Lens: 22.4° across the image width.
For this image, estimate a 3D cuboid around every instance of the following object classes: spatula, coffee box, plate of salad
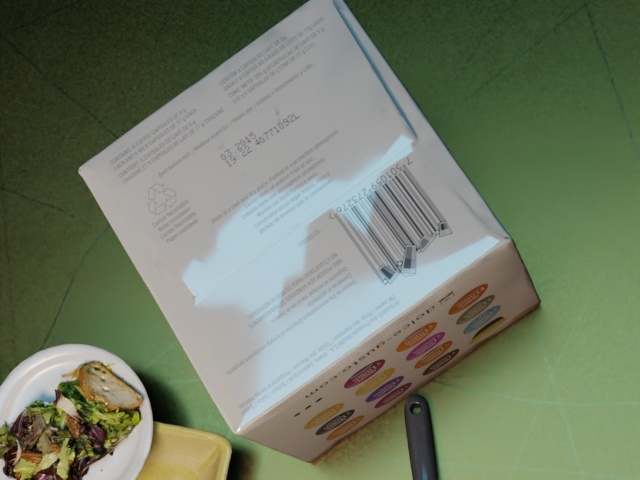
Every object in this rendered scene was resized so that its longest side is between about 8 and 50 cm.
[{"bbox_3d":[0.126,0.320,1.837,0.084,0.030,0.296,-8,76,8],"label":"spatula"},{"bbox_3d":[0.000,0.000,1.773,0.338,0.334,0.338,-35,72,3],"label":"coffee box"},{"bbox_3d":[-0.290,0.215,1.847,0.200,0.048,0.200,-2,78,10],"label":"plate of salad"}]

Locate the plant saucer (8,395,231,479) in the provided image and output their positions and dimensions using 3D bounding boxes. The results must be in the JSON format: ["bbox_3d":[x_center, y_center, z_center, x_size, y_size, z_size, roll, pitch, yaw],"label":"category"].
[{"bbox_3d":[-0.281,0.366,1.878,0.333,0.081,0.332,9,79,12],"label":"plant saucer"}]
